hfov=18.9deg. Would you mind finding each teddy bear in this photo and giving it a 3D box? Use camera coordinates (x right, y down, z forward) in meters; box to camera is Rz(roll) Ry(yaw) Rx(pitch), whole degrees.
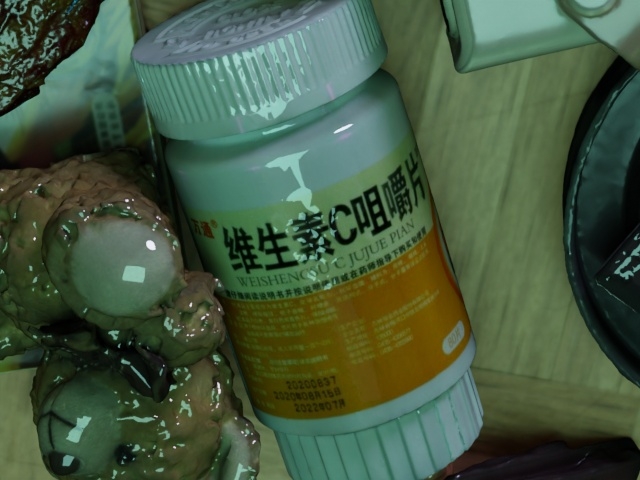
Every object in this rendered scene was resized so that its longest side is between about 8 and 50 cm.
[{"bbox_3d":[-0.143,0.068,1.231,0.267,0.156,0.256,6,117,39],"label":"teddy bear"}]

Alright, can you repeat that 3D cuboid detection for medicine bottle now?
[{"bbox_3d":[0.000,0.000,1.243,0.158,0.158,0.318,-16,112,6],"label":"medicine bottle"}]

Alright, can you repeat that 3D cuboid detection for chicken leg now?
[{"bbox_3d":[-0.190,-0.154,1.196,0.105,0.063,0.234,37,102,-18],"label":"chicken leg"}]

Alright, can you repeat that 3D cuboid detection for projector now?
[{"bbox_3d":[0.144,-0.214,1.157,0.177,0.163,0.242,-13,108,6],"label":"projector"}]

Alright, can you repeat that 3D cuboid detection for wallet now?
[{"bbox_3d":[0.137,0.254,1.373,0.182,0.049,0.229,-7,118,-34],"label":"wallet"}]

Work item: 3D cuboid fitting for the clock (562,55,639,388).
[{"bbox_3d":[0.320,-0.024,1.286,0.325,0.067,0.325,0,112,0],"label":"clock"}]

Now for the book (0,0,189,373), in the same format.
[{"bbox_3d":[-0.315,-0.038,1.287,0.428,0.039,0.300,-8,112,2],"label":"book"}]

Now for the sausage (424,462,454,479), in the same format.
[{"bbox_3d":[0.038,0.263,1.386,0.086,0.086,0.289,9,110,-4],"label":"sausage"}]

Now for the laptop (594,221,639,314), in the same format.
[{"bbox_3d":[0.287,0.029,1.263,0.180,0.016,0.129,36,107,-11],"label":"laptop"}]
